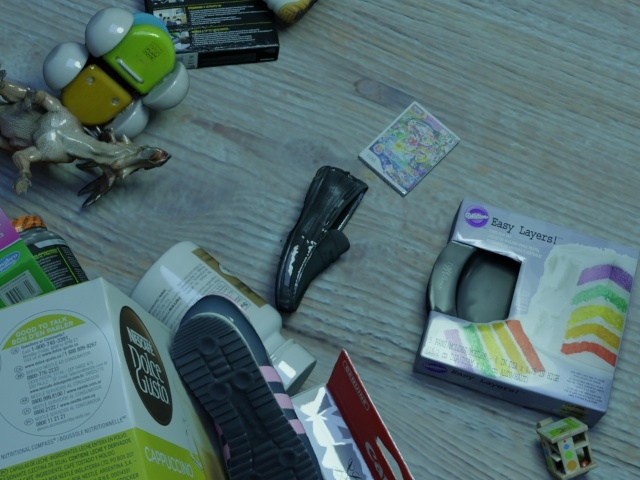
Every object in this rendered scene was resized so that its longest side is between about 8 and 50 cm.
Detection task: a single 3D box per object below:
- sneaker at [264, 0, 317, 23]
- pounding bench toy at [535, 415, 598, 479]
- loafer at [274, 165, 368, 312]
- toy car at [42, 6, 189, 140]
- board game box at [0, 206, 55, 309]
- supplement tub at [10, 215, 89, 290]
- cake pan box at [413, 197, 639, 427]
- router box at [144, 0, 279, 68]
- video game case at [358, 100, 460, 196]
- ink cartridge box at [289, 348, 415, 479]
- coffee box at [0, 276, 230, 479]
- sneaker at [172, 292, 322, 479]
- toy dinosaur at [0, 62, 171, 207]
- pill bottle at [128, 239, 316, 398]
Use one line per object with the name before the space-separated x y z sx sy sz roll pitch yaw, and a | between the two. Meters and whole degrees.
sneaker | 0.001 -0.445 2.131 0.131 0.112 0.296 41 58 -1
pounding bench toy | 0.312 0.266 1.922 0.052 0.083 0.065 -19 102 -11
loafer | 0.000 0.000 1.984 0.078 0.076 0.223 18 62 10
toy car | -0.271 -0.238 2.015 0.159 0.182 0.136 43 27 -27
board game box | -0.493 0.023 1.829 0.242 0.064 0.316 -34 45 -10
supplement tub | -0.349 0.070 1.893 0.117 0.117 0.190 -28 73 -17
cake pan box | 0.270 0.090 1.983 0.267 0.070 0.245 18 64 2
router box | -0.155 -0.314 2.116 0.179 0.046 0.133 -6 67 -9
video game case | 0.124 -0.129 2.088 0.087 0.011 0.122 41 69 11
ink cartridge box | 0.049 0.304 1.759 0.066 0.261 0.296 -23 71 -16
coffee box | -0.302 0.276 1.645 0.338 0.337 0.334 -19 70 7
sneaker | -0.072 0.204 1.768 0.112 0.131 0.319 -17 108 10
toy dinosaur | -0.363 -0.140 1.963 0.296 0.200 0.127 34 98 26
pill bottle | -0.123 0.117 1.890 0.229 0.131 0.131 39 68 10
